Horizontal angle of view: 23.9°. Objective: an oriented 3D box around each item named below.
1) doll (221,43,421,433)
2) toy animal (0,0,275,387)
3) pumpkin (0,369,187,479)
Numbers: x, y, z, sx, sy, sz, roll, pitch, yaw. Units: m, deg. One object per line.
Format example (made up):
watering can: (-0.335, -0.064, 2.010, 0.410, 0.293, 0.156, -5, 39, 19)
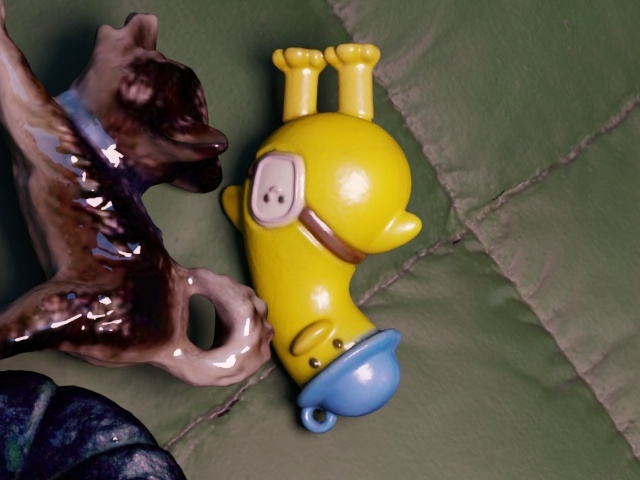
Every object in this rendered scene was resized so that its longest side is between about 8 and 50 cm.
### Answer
doll: (0.000, 0.000, 1.431, 0.199, 0.145, 0.363, 0, 87, 23)
toy animal: (-0.176, -0.038, 1.348, 0.302, 0.194, 0.344, 10, 78, -9)
pumpkin: (-0.259, 0.276, 1.185, 0.363, 0.266, 0.363, 4, 49, -5)
